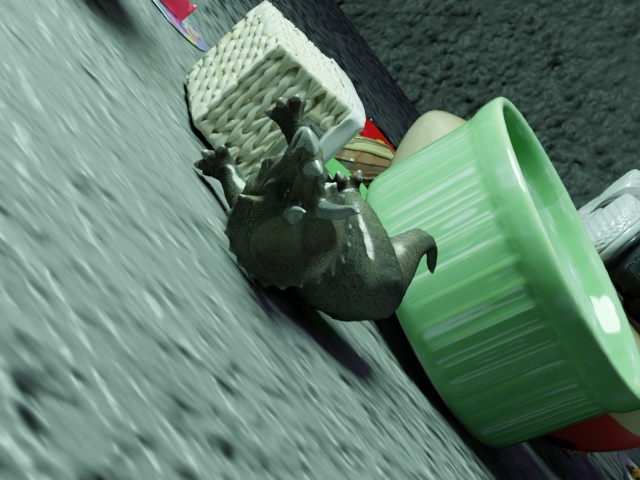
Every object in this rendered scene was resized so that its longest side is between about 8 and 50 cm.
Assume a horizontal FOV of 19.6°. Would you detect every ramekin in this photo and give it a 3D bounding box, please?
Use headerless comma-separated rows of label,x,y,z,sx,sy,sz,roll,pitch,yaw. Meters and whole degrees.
ramekin,0.162,0.038,1.656,0.303,0.148,0.303,58,15,-25

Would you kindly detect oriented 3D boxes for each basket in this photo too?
basket,-0.043,-0.117,1.542,0.103,0.113,0.167,44,10,-18

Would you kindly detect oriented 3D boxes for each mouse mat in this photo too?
mouse mat,0.047,-0.026,1.753,0.152,0.007,0.190,55,7,22

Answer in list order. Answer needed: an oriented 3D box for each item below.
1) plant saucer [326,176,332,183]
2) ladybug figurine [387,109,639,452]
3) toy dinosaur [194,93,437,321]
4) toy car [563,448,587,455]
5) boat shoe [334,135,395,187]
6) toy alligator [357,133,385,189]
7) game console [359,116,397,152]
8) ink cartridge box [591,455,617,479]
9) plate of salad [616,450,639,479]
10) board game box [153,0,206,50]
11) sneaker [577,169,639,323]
plant saucer,0.054,0.006,1.804,0.198,0.036,0.198,50,7,-9
ladybug figurine,0.217,0.066,1.990,0.449,0.162,0.305,50,9,-7
toy dinosaur,0.000,0.000,1.350,0.313,0.121,0.160,48,19,-56
toy car,0.290,0.206,2.173,0.122,0.060,0.040,-112,-166,-44
boat shoe,0.078,-0.070,2.073,0.178,0.060,0.064,18,-6,-41
toy alligator,0.043,-0.094,2.157,0.189,0.056,0.051,54,-32,19
game console,0.074,-0.075,2.372,0.144,0.085,0.124,51,39,2
ink cartridge box,0.285,0.298,1.665,0.115,0.067,0.198,46,11,-38
plate of salad,0.334,0.265,1.664,0.200,0.048,0.200,52,8,-10
board game box,-0.157,-0.264,1.843,0.168,0.033,0.133,51,8,0
sneaker,0.343,0.019,1.977,0.153,0.101,0.268,52,15,-3
